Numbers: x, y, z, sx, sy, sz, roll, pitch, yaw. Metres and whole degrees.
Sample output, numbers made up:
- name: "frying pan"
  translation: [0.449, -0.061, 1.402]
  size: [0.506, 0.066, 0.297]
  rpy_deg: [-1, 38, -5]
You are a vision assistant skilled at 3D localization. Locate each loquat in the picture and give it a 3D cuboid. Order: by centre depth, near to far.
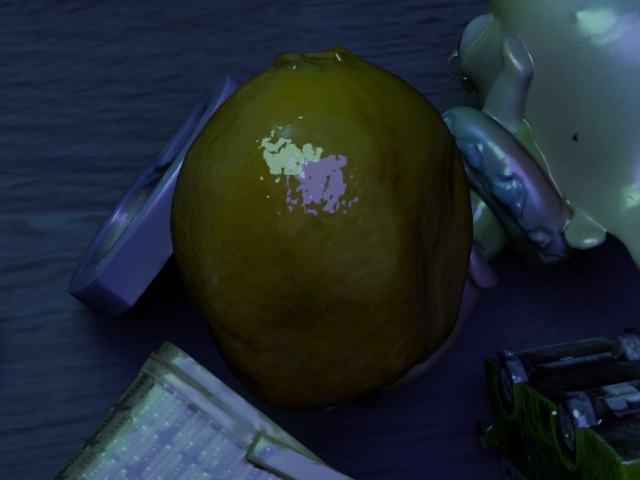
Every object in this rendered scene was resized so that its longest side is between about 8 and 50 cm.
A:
- name: "loquat"
  translation: [0.000, 0.000, 0.917]
  size: [0.176, 0.234, 0.187]
  rpy_deg: [17, 36, 41]

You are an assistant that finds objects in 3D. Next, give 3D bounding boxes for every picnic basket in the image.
- name: "picnic basket"
  translation: [-0.016, 0.228, 0.944]
  size: [0.313, 0.228, 0.175]
  rpy_deg: [37, 75, 11]

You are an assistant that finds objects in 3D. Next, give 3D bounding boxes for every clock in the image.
- name: "clock"
  translation: [-0.101, -0.011, 1.042]
  size: [0.064, 0.198, 0.172]
  rpy_deg: [34, 38, -13]

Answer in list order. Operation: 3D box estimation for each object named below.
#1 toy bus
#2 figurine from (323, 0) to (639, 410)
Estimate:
- name: "toy bus"
  translation: [0.183, 0.142, 0.944]
  size: [0.113, 0.302, 0.139]
  rpy_deg: [-9, 96, -6]
- name: "figurine"
  translation: [0.139, -0.025, 1.057]
  size: [0.394, 0.226, 0.274]
  rpy_deg: [-40, 42, -6]
